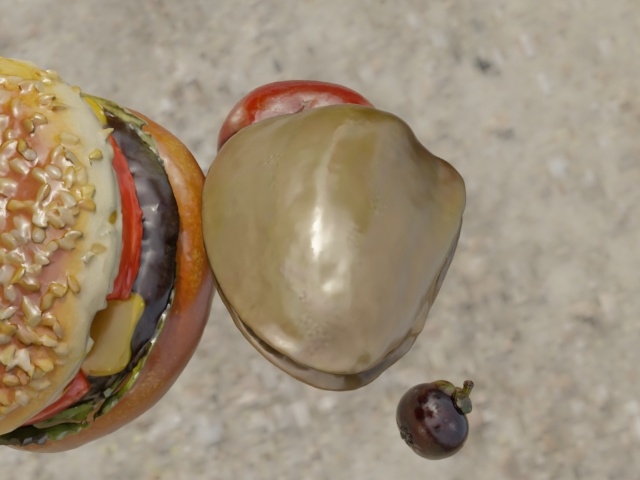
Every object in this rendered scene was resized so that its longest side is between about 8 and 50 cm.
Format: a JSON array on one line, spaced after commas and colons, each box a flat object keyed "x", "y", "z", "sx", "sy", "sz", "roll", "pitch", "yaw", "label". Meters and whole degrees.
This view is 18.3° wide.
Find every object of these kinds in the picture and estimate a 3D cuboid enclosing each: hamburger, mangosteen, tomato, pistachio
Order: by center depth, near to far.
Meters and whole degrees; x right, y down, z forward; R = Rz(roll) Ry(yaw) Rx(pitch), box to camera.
[{"x": 0.000, "y": 0.000, "z": 1.622, "sx": 0.163, "sy": 0.213, "sz": 0.260, "roll": 95, "pitch": 12, "yaw": -46, "label": "pistachio"}, {"x": -0.265, "y": 0.014, "z": 1.649, "sx": 0.250, "sy": 0.330, "sz": 0.330, "roll": 28, "pitch": 51, "yaw": -61, "label": "hamburger"}, {"x": -0.020, "y": -0.100, "z": 1.895, "sx": 0.166, "sy": 0.174, "sz": 0.082, "roll": -2, "pitch": 67, "yaw": -8, "label": "tomato"}, {"x": 0.115, "y": 0.178, "z": 1.974, "sx": 0.081, "sy": 0.081, "sz": 0.081, "roll": 25, "pitch": 54, "yaw": -41, "label": "mangosteen"}]
